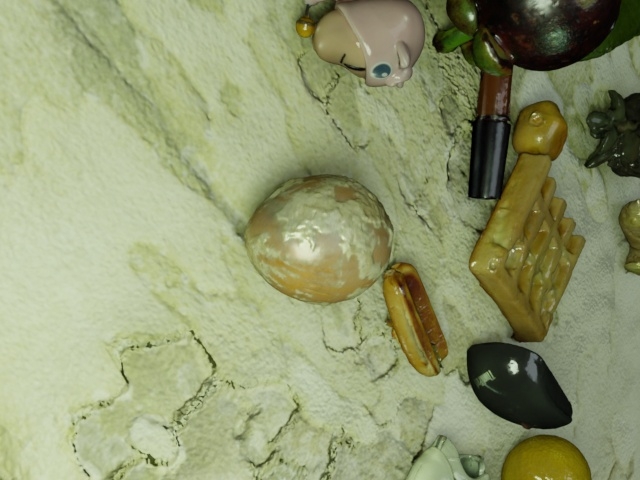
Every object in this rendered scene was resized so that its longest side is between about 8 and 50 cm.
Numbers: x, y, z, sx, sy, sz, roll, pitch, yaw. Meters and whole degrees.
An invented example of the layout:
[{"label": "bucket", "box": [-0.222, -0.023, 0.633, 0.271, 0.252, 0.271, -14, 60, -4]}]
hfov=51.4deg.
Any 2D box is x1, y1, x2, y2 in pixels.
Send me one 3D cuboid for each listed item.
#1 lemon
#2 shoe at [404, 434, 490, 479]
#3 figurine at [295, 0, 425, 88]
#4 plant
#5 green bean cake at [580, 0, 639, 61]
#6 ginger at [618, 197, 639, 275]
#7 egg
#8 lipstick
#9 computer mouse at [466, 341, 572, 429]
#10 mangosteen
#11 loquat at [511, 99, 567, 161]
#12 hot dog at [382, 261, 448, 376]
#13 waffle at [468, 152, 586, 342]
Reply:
[{"label": "lemon", "box": [0.499, 0.529, 1.474, 0.244, 0.186, 0.187, -12, 102, -41]}, {"label": "shoe", "box": [0.285, 0.533, 1.332, 0.342, 0.132, 0.211, 47, 69, -28]}, {"label": "figurine", "box": [0.050, -0.369, 1.064, 0.186, 0.176, 0.288, -25, 96, 8]}, {"label": "plant", "box": [0.782, -0.258, 1.622, 0.312, 0.213, 0.215, 6, 90, -3]}, {"label": "green bean cake", "box": [0.580, -0.531, 1.451, 0.249, 0.156, 0.247, -32, 112, -32]}, {"label": "ginger", "box": [0.873, -0.012, 1.757, 0.152, 0.138, 0.267, -34, 120, -26]}, {"label": "egg", "box": [0.000, 0.000, 1.004, 0.245, 0.203, 0.204, -2, 95, -40]}, {"label": "lipstick", "box": [0.351, -0.288, 1.341, 0.077, 0.077, 0.419, 6, 89, -39]}, {"label": "computer mouse", "box": [0.406, 0.319, 1.385, 0.269, 0.170, 0.100, 49, 56, -32]}, {"label": "mangosteen", "box": [0.375, -0.436, 1.172, 0.311, 0.311, 0.311, -5, 97, -39]}, {"label": "loquat", "box": [0.475, -0.229, 1.427, 0.137, 0.113, 0.137, -4, 95, -53]}, {"label": "hot dog", "box": [0.172, 0.157, 1.246, 0.104, 0.076, 0.250, -55, 130, -45]}, {"label": "waffle", "box": [0.455, 0.031, 1.438, 0.348, 0.077, 0.304, 47, 64, -41]}]
